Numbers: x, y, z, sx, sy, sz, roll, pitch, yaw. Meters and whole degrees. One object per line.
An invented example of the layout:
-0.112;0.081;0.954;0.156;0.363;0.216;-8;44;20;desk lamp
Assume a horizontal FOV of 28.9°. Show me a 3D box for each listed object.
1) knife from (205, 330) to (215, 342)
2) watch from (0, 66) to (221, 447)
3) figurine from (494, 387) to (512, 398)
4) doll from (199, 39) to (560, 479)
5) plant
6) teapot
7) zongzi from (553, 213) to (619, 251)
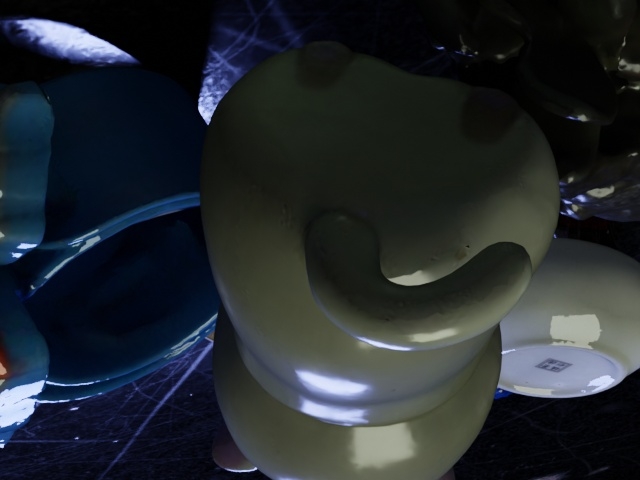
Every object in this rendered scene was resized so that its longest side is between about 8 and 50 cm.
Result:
-0.113;0.085;1.280;0.046;0.022;0.256;-27;150;15;knife
-0.170;-0.022;0.882;0.274;0.241;0.305;-16;151;-34;watch
0.152;0.116;1.378;0.262;0.120;0.164;3;133;11;figurine
0.028;0.032;0.810;0.215;0.226;0.370;8;151;2;doll
0.196;-0.130;0.862;0.188;0.199;0.276;-31;152;17;plant
0.204;0.053;1.171;0.300;0.166;0.208;25;160;-16;teapot
0.274;-0.014;1.259;0.083;0.073;0.067;14;141;22;zongzi
